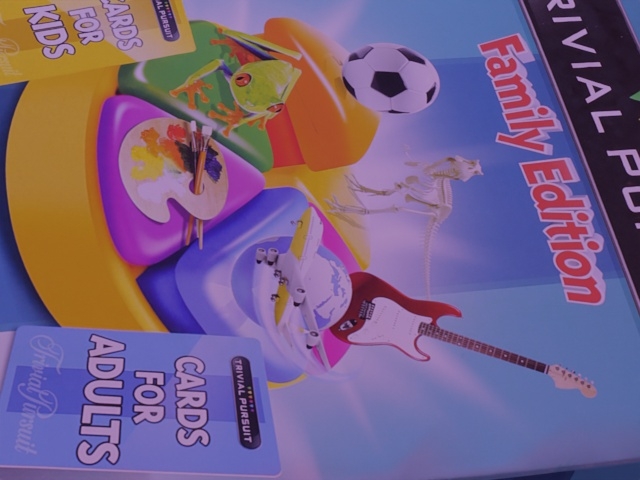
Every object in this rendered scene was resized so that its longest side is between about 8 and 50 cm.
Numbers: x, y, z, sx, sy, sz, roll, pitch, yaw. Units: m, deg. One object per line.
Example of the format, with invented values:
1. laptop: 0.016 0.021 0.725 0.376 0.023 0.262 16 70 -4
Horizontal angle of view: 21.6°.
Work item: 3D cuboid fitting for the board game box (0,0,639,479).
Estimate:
1. board game box: 0.000 0.000 0.627 0.336 0.079 0.254 -5 53 -13
